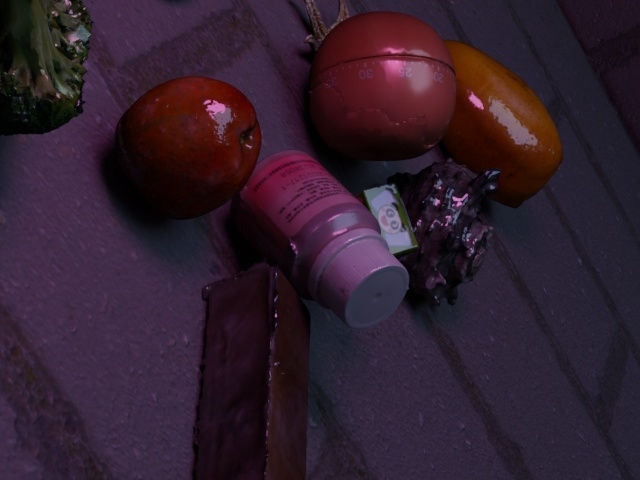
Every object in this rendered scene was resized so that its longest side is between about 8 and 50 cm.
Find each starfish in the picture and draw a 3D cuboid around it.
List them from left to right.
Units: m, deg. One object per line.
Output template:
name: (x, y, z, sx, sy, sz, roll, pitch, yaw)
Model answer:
starfish: (0.027, -0.338, 1.943, 0.208, 0.053, 0.176, 42, 47, -33)

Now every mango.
mango: (0.312, -0.233, 2.197, 0.350, 0.201, 0.199, 52, 5, -6)

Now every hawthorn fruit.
hawthorn fruit: (-0.152, -0.115, 1.385, 0.173, 0.173, 0.173, 37, 40, -39)

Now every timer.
timer: (0.095, -0.231, 1.803, 0.229, 0.229, 0.215, 22, 66, -50)

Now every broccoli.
broccoli: (-0.335, -0.228, 1.106, 0.269, 0.269, 0.254, 37, 28, -40)

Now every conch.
conch: (0.206, -0.016, 1.889, 0.313, 0.186, 0.241, -83, 169, -69)

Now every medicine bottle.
medicine bottle: (0.000, 0.000, 1.480, 0.147, 0.147, 0.247, 20, 20, -51)

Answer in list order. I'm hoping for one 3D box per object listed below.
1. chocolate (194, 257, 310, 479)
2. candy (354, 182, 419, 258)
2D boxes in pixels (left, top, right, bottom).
chocolate: (-0.071, 0.186, 1.365, 0.112, 0.112, 0.321, 45, 34, -44)
candy: (0.048, -0.002, 1.596, 0.062, 0.194, 0.097, -15, 81, -33)
